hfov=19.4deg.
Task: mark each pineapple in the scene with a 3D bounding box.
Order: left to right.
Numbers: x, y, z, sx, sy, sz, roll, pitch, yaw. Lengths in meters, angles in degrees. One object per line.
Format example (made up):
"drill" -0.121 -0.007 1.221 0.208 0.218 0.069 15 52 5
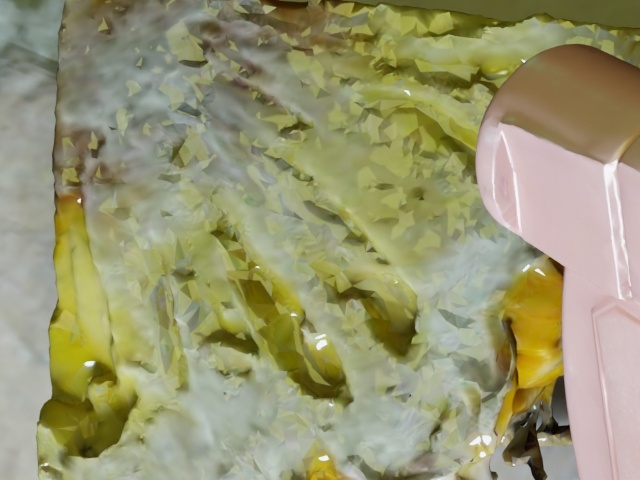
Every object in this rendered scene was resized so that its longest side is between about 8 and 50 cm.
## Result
"pineapple" 0.000 0.000 0.533 0.236 0.114 0.186 -35 81 -1

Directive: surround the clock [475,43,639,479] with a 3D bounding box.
"clock" 0.178 0.016 0.462 0.241 0.227 0.142 -33 41 -25
